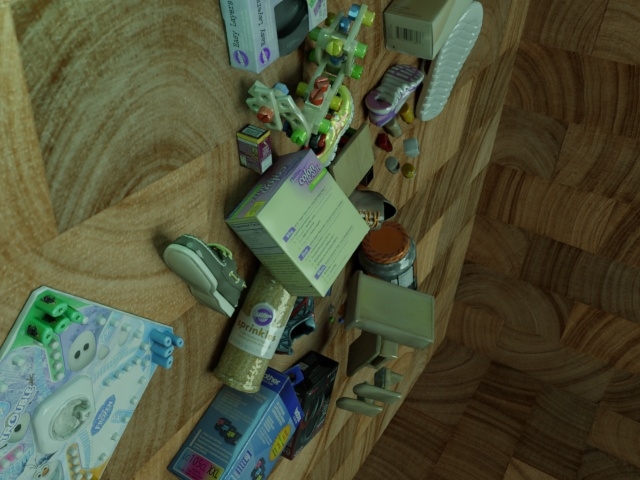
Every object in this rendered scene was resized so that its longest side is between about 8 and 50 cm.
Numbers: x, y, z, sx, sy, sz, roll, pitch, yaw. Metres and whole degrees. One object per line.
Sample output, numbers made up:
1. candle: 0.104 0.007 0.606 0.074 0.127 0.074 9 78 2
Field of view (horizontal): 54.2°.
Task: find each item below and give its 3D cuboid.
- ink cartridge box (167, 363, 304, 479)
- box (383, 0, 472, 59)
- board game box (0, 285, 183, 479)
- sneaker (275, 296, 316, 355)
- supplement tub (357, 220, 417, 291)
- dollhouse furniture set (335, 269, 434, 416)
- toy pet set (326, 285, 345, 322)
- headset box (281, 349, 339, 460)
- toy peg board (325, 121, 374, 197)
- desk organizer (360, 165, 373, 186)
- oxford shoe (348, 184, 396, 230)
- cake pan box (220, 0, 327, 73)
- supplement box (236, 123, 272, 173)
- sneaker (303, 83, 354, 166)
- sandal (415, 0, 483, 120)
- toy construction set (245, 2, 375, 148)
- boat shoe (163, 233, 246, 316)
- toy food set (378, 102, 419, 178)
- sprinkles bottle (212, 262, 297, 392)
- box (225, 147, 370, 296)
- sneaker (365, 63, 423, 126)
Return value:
1. ink cartridge box: -0.186 0.487 1.623 0.395 0.151 0.270 -57 155 -27
2. box: 0.304 -0.643 1.688 0.311 0.148 0.121 -58 155 -26
3. board game box: -0.422 0.300 1.057 0.389 0.050 0.390 -64 157 -8
4. sneaker: -0.054 0.203 1.679 0.261 0.125 0.104 -55 155 -27
5. supplement tub: 0.228 0.084 2.107 0.193 0.194 0.316 -56 154 -26
6. dollhouse furniture set: 0.141 0.292 1.941 0.394 0.257 0.361 127 -22 -50
7. toy pet set: 0.006 0.172 1.805 0.065 0.122 0.114 26 70 -62
8. headset box: -0.061 0.528 1.975 0.218 0.110 0.293 -27 134 -59
9. toy peg board: 0.058 -0.209 1.626 0.160 0.079 0.161 -53 153 -20
10. desk organizer: 0.118 -0.217 1.777 0.047 0.050 0.130 -54 153 -30
11. oxford shoe: 0.108 -0.085 1.766 0.364 0.133 0.129 -24 132 -58
12. cake pan box: -0.080 -0.462 1.105 0.245 0.070 0.266 -48 151 -35
13. supplement box: -0.131 -0.183 1.254 0.043 0.055 0.083 -49 151 -38
14. sneaker: 0.013 -0.268 1.464 0.094 0.082 0.208 -11 121 -61
15. sandal: 0.377 -0.569 1.987 0.169 0.102 0.416 -22 145 -40
16. toy construction set: -0.009 -0.317 1.273 0.327 0.151 0.215 -50 171 -26
17. boat shoe: -0.217 0.056 1.222 0.091 0.109 0.305 -60 162 -20
18. toy food set: 0.243 -0.286 1.894 0.104 0.111 0.232 32 50 -67
19. sprinkles bottle: -0.133 0.177 1.488 0.355 0.121 0.121 -67 157 -1
20. box: -0.044 -0.034 1.362 0.243 0.117 0.213 52 57 -27
21. sneaker: 0.203 -0.404 1.760 0.236 0.095 0.104 -48 157 -29
